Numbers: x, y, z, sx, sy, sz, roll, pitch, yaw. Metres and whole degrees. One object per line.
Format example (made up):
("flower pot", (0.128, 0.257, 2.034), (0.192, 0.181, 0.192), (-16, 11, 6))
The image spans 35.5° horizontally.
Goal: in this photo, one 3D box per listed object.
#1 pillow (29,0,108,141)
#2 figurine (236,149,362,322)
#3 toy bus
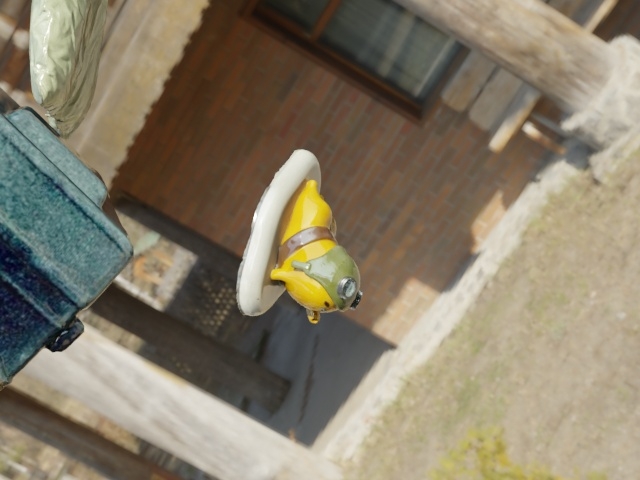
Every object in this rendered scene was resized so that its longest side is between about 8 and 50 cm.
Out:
("pillow", (-0.293, -0.269, 1.181), (0.281, 0.076, 0.274), (162, 113, -79))
("figurine", (0.000, 0.000, 1.314), (0.166, 0.141, 0.250), (64, -138, -62))
("toy bus", (-0.249, -0.004, 0.703), (0.194, 0.162, 0.323), (-45, 17, -5))
